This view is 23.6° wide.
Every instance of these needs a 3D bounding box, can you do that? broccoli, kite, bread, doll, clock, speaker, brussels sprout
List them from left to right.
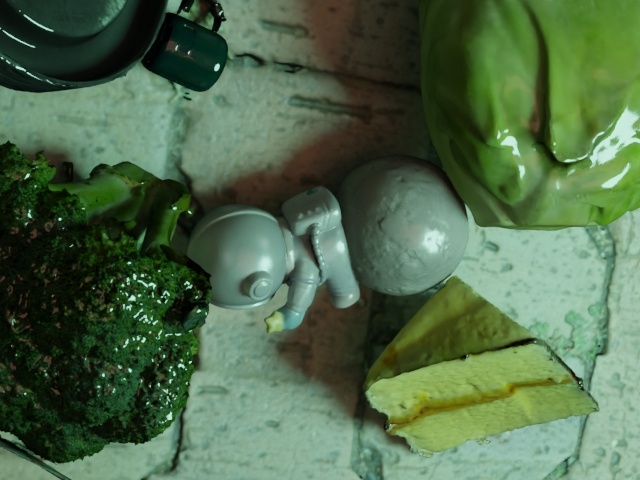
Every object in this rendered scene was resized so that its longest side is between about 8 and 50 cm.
[{"bbox_3d":[-0.296,0.183,1.413,0.012,0.229,0.250,-59,155,-7],"label":"kite"},{"bbox_3d":[-0.242,-0.262,1.308,0.281,0.055,0.280,14,72,-50],"label":"clock"},{"bbox_3d":[-0.238,0.041,1.369,0.304,0.321,0.283,45,48,-11],"label":"broccoli"},{"bbox_3d":[-0.122,-0.194,1.452,0.075,0.060,0.094,22,94,-27],"label":"speaker"},{"bbox_3d":[0.000,0.000,1.514,0.287,0.151,0.150,-11,108,-17],"label":"doll"},{"bbox_3d":[0.161,0.165,1.585,0.178,0.135,0.240,-48,146,-1],"label":"bread"},{"bbox_3d":[0.238,-0.168,1.512,0.328,0.247,0.328,1,86,-12],"label":"brussels sprout"}]
